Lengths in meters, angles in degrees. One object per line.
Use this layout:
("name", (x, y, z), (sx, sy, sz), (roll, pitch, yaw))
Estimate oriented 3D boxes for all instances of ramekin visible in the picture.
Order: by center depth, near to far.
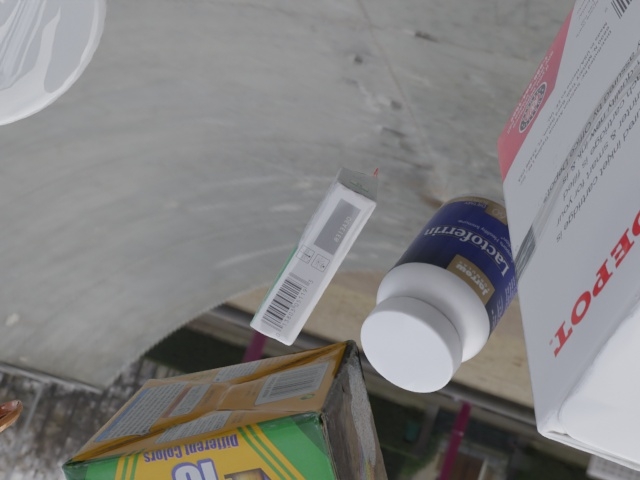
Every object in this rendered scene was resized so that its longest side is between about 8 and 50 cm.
("ramekin", (-0.319, -0.231, 0.853), (0.277, 0.277, 0.135), (26, -156, -37))

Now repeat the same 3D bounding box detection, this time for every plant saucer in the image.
("plant saucer", (-0.335, 0.186, 0.974), (0.013, 0.083, 0.083), (63, 159, -10))

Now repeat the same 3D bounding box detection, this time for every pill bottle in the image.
("pill bottle", (0.165, 0.065, 1.262), (0.153, 0.264, 0.153), (19, 132, 22))

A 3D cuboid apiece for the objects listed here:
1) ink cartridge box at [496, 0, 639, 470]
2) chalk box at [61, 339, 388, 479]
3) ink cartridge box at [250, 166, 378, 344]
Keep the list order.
("ink cartridge box", (0.157, -0.040, 0.387), (0.100, 0.172, 0.237), (22, -151, -7))
("chalk box", (-0.035, 0.244, 0.701), (0.179, 0.289, 0.180), (-12, -173, 10))
("ink cartridge box", (0.000, 0.000, 1.088), (0.056, 0.181, 0.224), (29, -166, -5))
